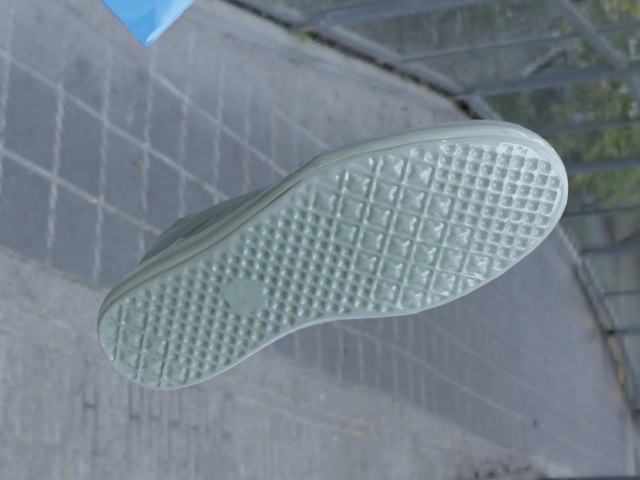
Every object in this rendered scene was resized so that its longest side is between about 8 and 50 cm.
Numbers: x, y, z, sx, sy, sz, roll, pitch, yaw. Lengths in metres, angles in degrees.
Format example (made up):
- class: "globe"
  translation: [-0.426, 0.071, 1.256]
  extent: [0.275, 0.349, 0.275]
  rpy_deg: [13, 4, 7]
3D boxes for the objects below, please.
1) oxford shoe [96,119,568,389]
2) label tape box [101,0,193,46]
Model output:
- class: "oxford shoe"
  translation: [0.000, 0.000, 1.070]
  extent: [0.169, 0.449, 0.130]
  rpy_deg: [59, 23, -18]
- class: "label tape box"
  translation: [-0.118, -0.296, 0.598]
  extent: [0.333, 0.240, 0.106]
  rpy_deg: [46, 0, -16]
